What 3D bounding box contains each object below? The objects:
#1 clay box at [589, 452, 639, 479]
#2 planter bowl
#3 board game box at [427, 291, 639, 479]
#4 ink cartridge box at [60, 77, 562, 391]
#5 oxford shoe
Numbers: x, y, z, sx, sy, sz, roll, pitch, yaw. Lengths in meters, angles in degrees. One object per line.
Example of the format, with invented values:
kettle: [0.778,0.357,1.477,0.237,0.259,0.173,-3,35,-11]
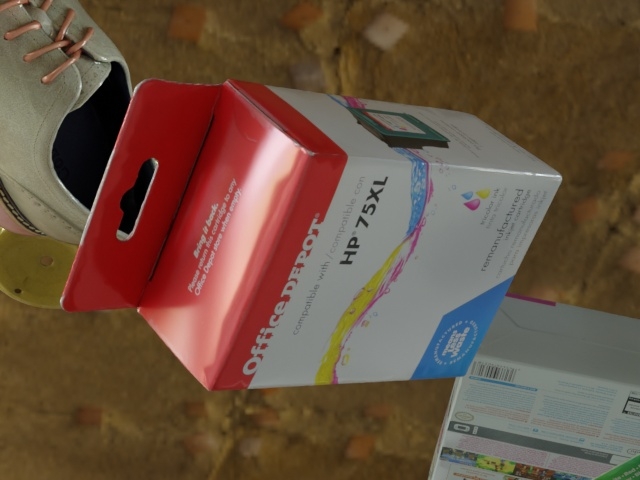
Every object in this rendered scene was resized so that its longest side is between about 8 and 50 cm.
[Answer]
clay box: [0.229,0.245,0.880,0.127,0.053,0.222,-35,-70,20]
planter bowl: [-0.232,-0.007,1.176,0.217,0.090,0.217,0,-50,0]
board game box: [0.237,0.200,1.384,0.224,0.097,0.303,12,-46,3]
ink cartridge box: [0.000,0.000,0.682,0.231,0.078,0.134,1,-60,-43]
oxford shoe: [-0.199,-0.151,0.868,0.146,0.140,0.397,16,-33,35]
